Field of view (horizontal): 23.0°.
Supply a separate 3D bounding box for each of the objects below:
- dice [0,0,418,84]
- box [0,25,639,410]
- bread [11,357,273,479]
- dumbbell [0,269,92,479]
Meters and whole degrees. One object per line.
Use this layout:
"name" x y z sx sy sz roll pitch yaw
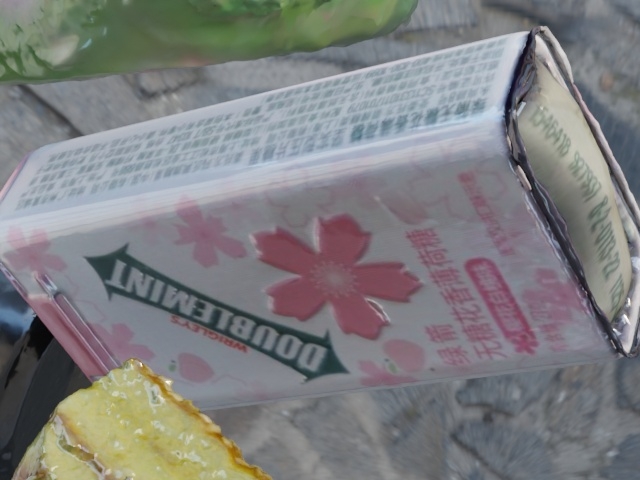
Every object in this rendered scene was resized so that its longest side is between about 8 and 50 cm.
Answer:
"dice" -0.112 -0.279 1.091 0.322 0.318 0.330 -13 97 -40
"box" 0.000 0.000 0.928 0.370 0.190 0.112 -10 40 29
"bread" -0.048 0.197 0.753 0.234 0.184 0.110 37 55 26
"dumbbell" -0.307 0.038 1.177 0.322 0.204 0.203 24 84 17
